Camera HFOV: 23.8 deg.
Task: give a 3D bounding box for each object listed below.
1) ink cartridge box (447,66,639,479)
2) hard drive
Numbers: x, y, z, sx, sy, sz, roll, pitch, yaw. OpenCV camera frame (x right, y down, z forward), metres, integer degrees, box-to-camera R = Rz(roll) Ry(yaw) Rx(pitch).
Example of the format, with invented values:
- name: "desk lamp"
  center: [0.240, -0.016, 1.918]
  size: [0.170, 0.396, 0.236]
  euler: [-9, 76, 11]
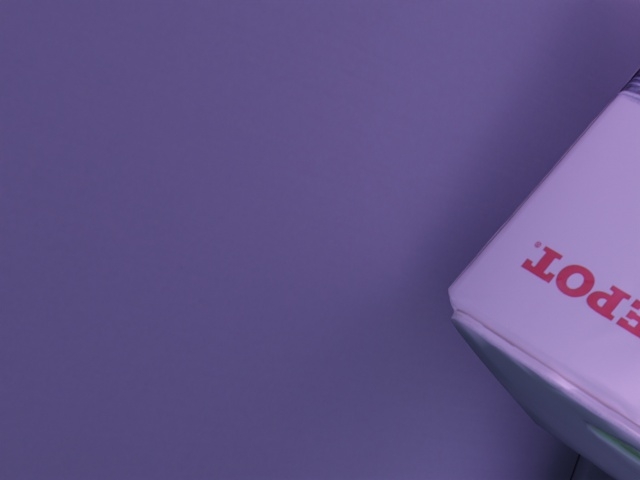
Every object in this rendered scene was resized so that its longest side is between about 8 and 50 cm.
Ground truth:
- name: "ink cartridge box"
  center: [0.161, -0.006, 0.422]
  size: [0.208, 0.087, 0.153]
  euler: [-48, 50, -9]
- name: "hard drive"
  center: [0.000, 0.000, 0.430]
  size: [0.047, 0.353, 0.233]
  euler: [23, 96, 41]
